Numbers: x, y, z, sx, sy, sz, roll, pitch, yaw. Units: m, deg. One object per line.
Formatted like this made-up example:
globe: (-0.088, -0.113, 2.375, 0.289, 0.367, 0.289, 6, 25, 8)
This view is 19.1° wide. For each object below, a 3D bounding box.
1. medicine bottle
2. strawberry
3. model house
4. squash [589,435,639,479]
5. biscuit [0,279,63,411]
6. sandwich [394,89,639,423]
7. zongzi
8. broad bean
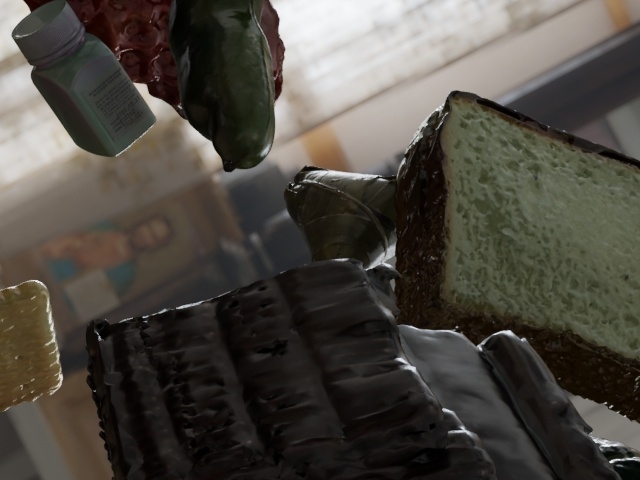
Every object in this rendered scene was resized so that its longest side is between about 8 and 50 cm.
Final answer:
medicine bottle: (-0.189, -0.127, 1.492, 0.118, 0.055, 0.074, 56, -18, -26)
strawberry: (-0.142, -0.248, 1.646, 0.336, 0.149, 0.265, 42, 21, -20)
model house: (-0.008, 0.179, 1.175, 0.282, 0.297, 0.317, 14, 33, -31)
squash: (0.241, 0.306, 1.778, 0.252, 0.165, 0.252, 6, -82, 50)
biscuit: (-0.373, 0.125, 1.822, 0.160, 0.249, 0.030, 88, -22, -45)
sandwich: (0.209, 0.014, 1.765, 0.099, 0.301, 0.271, -51, -153, 44)
zongzi: (0.000, 0.000, 1.849, 0.160, 0.176, 0.078, 6, -47, 44)
broad bean: (-0.029, -0.168, 1.017, 0.049, 0.292, 0.144, 22, -13, -23)
